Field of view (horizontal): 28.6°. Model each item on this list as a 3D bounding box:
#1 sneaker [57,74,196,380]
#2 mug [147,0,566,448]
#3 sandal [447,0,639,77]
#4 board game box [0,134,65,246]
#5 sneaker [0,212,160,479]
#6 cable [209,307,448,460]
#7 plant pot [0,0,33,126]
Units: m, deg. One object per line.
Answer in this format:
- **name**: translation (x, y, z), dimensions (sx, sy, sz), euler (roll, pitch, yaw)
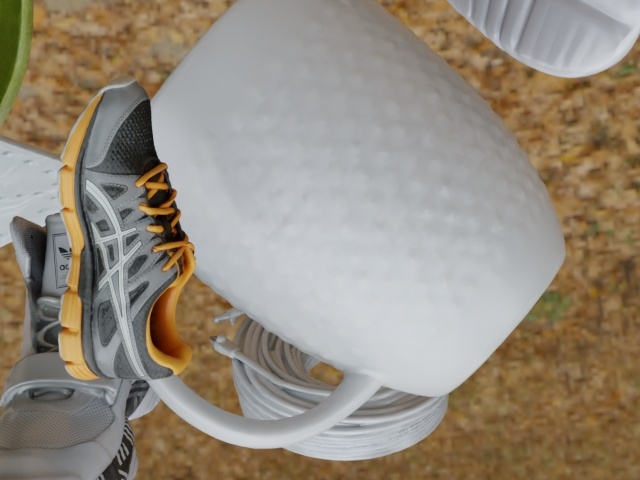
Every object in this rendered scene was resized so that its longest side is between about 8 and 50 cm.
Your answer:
- **sneaker**: translation (-0.123, -0.004, 0.839), dimensions (0.083, 0.215, 0.084), euler (10, -158, 17)
- **mug**: translation (0.000, 0.000, 1.056), dimensions (0.328, 0.374, 0.276), euler (40, 165, 2)
- **sandal**: translation (0.087, -0.174, 0.627), dimensions (0.076, 0.265, 0.102), euler (5, 123, -41)
- **board game box**: translation (-0.506, -0.056, 1.507), dimensions (0.390, 0.050, 0.390), euler (-23, 159, 24)
- **sneaker**: translation (-0.225, 0.090, 1.104), dimensions (0.137, 0.210, 0.366), euler (-3, -165, 5)
- **cable**: translation (0.026, 0.147, 1.447), dimensions (0.257, 0.257, 0.089), euler (-19, 131, -24)
- **plant pot**: translation (-0.474, -0.235, 1.114), dimensions (0.366, 0.366, 0.353), euler (5, -162, -28)
